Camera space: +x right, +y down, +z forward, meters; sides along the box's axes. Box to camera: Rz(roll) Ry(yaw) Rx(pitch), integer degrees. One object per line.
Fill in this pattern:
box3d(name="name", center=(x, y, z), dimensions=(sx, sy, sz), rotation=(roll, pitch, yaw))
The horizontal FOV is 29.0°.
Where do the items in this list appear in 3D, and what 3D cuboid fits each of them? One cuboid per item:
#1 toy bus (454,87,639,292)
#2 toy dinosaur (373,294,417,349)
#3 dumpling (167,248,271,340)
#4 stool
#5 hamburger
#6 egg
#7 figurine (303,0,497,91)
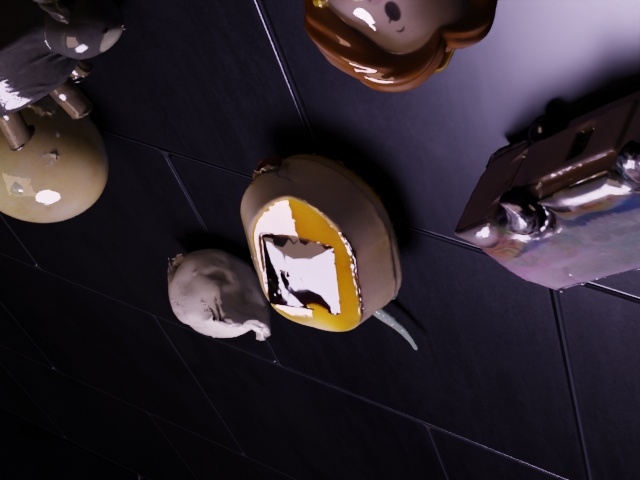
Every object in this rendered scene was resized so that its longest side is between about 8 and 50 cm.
box3d(name="toy bus", center=(0.243, -0.044, 0.952), dimensions=(0.138, 0.112, 0.317), rotation=(37, 156, -17))
box3d(name="toy dinosaur", center=(0.041, 0.060, 1.460), dimensions=(0.106, 0.044, 0.187), rotation=(17, 158, 42))
box3d(name="dumpling", center=(-0.125, 0.077, 1.609), dimensions=(0.136, 0.118, 0.199), rotation=(33, -173, -35))
box3d(name="stool", center=(-0.303, -0.185, 1.285), dimensions=(0.228, 0.153, 0.139), rotation=(11, 147, 40))
box3d(name="hamburger", center=(0.000, 0.000, 1.309), dimensions=(0.173, 0.116, 0.210), rotation=(8, 134, 23))
box3d(name="egg", center=(-0.347, -0.104, 1.484), dimensions=(0.201, 0.164, 0.164), rotation=(26, 154, 16))
box3d(name="figurine", center=(0.032, -0.213, 0.861), dimensions=(0.189, 0.142, 0.263), rotation=(54, 178, 46))
